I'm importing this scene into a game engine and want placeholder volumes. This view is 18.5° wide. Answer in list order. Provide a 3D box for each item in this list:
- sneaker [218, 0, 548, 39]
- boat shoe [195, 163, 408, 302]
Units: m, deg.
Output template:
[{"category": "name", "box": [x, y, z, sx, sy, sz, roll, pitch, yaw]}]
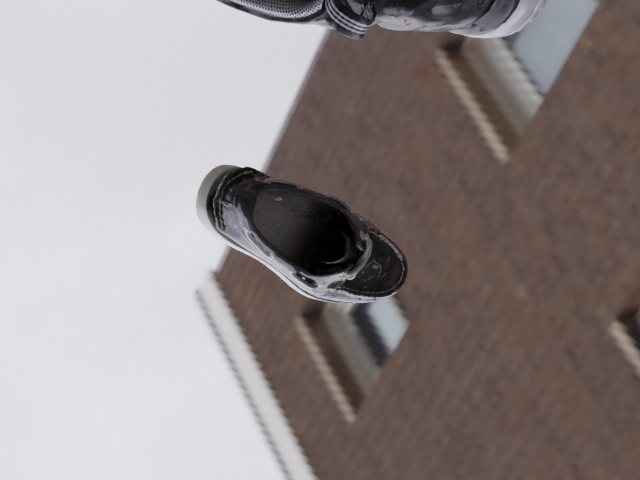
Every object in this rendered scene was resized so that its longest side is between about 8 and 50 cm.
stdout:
[{"category": "sneaker", "box": [-0.018, -0.192, 0.882, 0.153, 0.101, 0.268, -17, -120, -43]}, {"category": "boat shoe", "box": [0.000, 0.000, 0.889, 0.125, 0.046, 0.038, 31, 170, -40]}]
